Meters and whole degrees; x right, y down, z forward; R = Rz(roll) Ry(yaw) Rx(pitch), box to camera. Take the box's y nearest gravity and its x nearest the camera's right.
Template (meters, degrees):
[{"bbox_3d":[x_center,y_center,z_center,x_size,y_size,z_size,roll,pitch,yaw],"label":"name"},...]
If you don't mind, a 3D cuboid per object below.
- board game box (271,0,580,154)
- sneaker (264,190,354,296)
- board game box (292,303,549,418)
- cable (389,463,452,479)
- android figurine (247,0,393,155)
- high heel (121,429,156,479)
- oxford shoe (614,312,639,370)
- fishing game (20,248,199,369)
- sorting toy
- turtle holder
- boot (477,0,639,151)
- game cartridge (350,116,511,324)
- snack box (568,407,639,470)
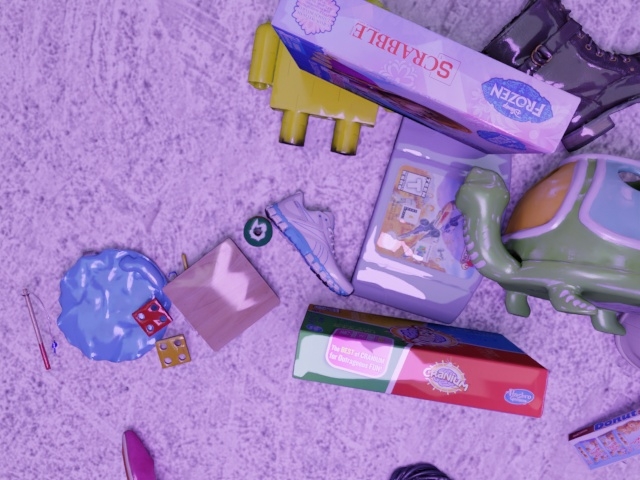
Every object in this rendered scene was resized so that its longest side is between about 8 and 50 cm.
[{"bbox_3d":[0.113,-0.199,0.783,0.318,0.318,0.066,24,98,1],"label":"board game box"},{"bbox_3d":[0.000,0.000,0.972,0.083,0.071,0.190,-37,79,-8],"label":"sneaker"},{"bbox_3d":[0.128,0.162,0.901,0.317,0.242,0.064,9,93,1],"label":"board game box"},{"bbox_3d":[0.154,0.458,1.018,0.151,0.047,0.184,30,95,0],"label":"cable"},{"bbox_3d":[0.018,-0.273,0.967,0.248,0.056,0.272,12,96,2],"label":"android figurine"},{"bbox_3d":[-0.242,0.413,1.030,0.117,0.082,0.244,-18,80,-24],"label":"high heel"},{"bbox_3d":[0.671,0.208,0.939,0.449,0.130,0.169,20,93,0],"label":"oxford shoe"},{"bbox_3d":[-0.333,0.103,1.017,0.264,0.041,0.189,-16,95,-5],"label":"fishing game"},{"bbox_3d":[-0.162,0.088,0.997,0.274,0.046,0.132,-38,100,2],"label":"sorting toy"},{"bbox_3d":[0.357,0.001,0.896,0.320,0.243,0.227,9,82,20],"label":"turtle holder"},{"bbox_3d":[0.395,-0.285,0.931,0.263,0.091,0.229,-37,93,7],"label":"boot"},{"bbox_3d":[0.178,-0.029,0.979,0.198,0.062,0.297,17,95,5],"label":"game cartridge"},{"bbox_3d":[0.478,0.298,0.967,0.178,0.022,0.064,-35,95,31],"label":"snack box"}]
